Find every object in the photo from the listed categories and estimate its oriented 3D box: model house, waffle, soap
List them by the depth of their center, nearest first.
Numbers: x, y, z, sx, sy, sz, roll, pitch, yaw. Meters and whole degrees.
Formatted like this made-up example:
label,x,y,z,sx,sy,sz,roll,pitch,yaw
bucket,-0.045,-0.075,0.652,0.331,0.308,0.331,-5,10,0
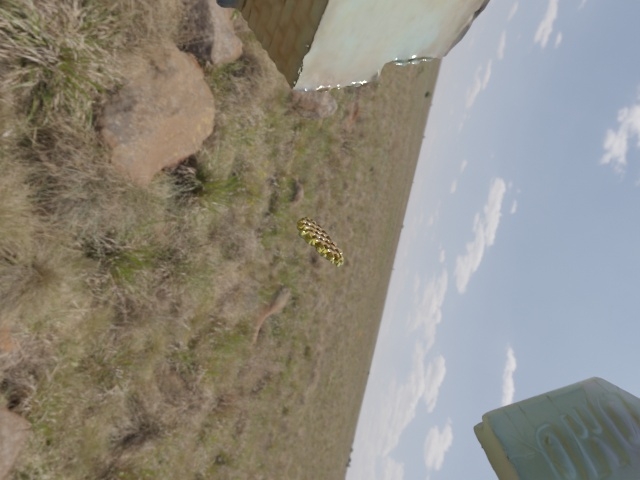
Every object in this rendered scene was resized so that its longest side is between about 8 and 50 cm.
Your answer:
label,x,y,z,sx,sy,sz,roll,pitch,yaw
waffle,0.000,0.001,0.570,0.016,0.085,0.078,-48,174,17
soap,0.426,0.336,0.687,0.095,0.289,0.173,88,-14,-49
model house,0.068,-0.544,0.701,0.445,0.400,0.395,-24,159,-36
